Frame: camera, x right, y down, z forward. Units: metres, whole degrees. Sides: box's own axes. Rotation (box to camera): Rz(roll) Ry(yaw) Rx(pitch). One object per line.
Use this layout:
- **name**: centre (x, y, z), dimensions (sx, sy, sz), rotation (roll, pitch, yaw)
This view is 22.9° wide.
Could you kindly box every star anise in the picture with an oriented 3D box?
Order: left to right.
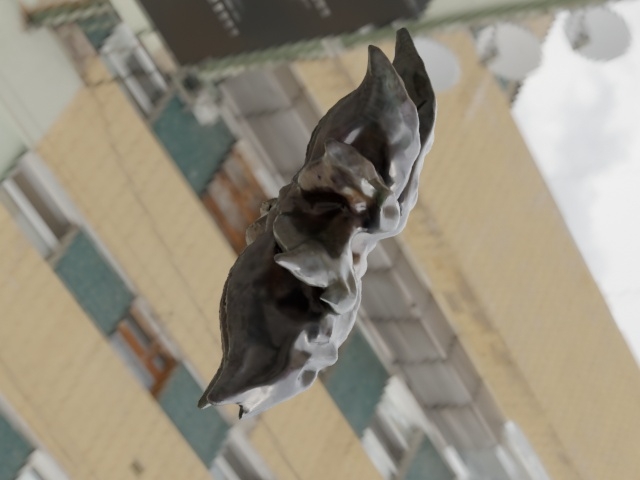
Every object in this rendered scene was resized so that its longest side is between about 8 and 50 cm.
- **star anise**: centre (0.000, 0.000, 0.726), dimensions (0.181, 0.061, 0.205), rotation (-53, -171, 44)
